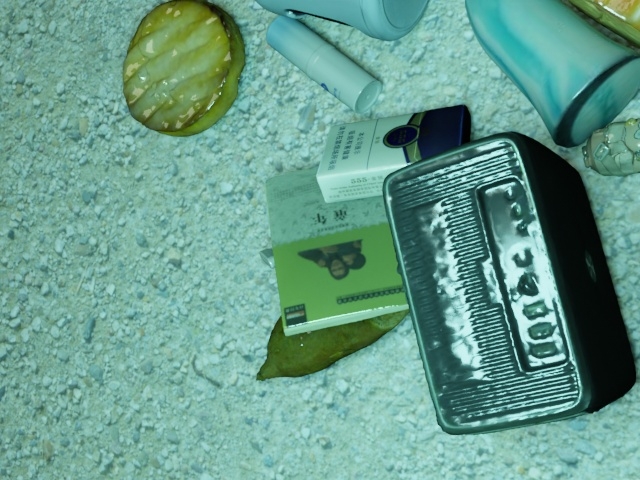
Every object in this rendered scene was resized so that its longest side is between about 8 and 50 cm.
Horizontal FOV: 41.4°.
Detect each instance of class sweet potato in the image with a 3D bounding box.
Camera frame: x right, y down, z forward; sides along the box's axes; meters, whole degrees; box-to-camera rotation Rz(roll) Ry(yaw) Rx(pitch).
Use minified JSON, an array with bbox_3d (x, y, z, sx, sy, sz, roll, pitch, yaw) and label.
[{"bbox_3d":[0.018,0.148,1.564,0.370,0.158,0.157,-36,71,29],"label":"sweet potato"}]

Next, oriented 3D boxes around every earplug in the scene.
[{"bbox_3d":[0.353,-0.326,1.398,0.185,0.185,0.324,-47,62,18],"label":"earplug"}]

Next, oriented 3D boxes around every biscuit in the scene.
[{"bbox_3d":[-0.284,-0.361,1.777,0.297,0.102,0.296,-4,82,28],"label":"biscuit"}]

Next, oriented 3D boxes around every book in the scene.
[{"bbox_3d":[0.030,-0.007,1.499,0.239,0.035,0.352,-13,51,4],"label":"book"}]

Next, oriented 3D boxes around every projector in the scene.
[{"bbox_3d":[0.287,0.070,1.268,0.242,0.405,0.395,-16,79,27],"label":"projector"}]

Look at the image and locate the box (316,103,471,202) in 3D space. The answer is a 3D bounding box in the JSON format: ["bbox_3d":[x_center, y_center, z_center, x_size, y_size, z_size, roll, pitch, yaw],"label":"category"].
[{"bbox_3d":[0.133,-0.153,1.490,0.259,0.071,0.168,-9,39,20],"label":"box"}]

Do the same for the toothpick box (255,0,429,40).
[{"bbox_3d":[0.011,-0.525,1.545,0.355,0.263,0.262,20,97,29],"label":"toothpick box"}]

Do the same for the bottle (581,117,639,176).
[{"bbox_3d":[0.490,-0.147,1.349,0.152,0.099,0.098,-7,84,29],"label":"bottle"}]

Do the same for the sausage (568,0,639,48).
[{"bbox_3d":[0.529,-0.444,1.272,0.233,0.233,0.287,43,108,24],"label":"sausage"}]

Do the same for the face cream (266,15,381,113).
[{"bbox_3d":[0.004,-0.343,1.632,0.250,0.077,0.077,42,106,24],"label":"face cream"}]

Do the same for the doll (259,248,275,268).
[{"bbox_3d":[0.000,0.000,1.596,0.217,0.085,0.183,-40,38,-1],"label":"doll"}]
